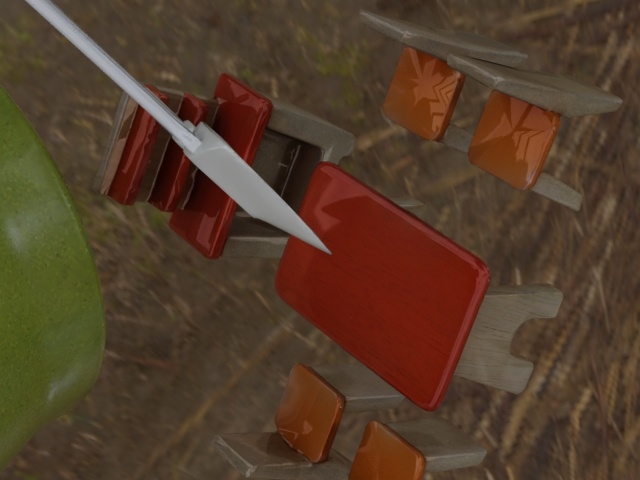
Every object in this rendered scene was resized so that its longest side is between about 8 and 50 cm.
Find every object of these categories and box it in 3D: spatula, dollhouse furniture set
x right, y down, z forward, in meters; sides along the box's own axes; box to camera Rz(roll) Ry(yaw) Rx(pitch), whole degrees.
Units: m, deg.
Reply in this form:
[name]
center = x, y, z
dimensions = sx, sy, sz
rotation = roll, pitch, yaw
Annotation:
[spatula]
center = -0.098, -0.085, 0.877
dimensions = 0.019, 0.168, 0.242
rotation = -46, 112, 1
[dollhouse furniture set]
center = 0.000, 0.000, 0.994
dimensions = 0.259, 0.135, 0.262
rotation = 35, 110, 48

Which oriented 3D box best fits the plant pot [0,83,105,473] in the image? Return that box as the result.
[plant pot]
center = -0.308, 0.060, 0.883
dimensions = 0.353, 0.366, 0.366
rotation = -32, 66, -34
